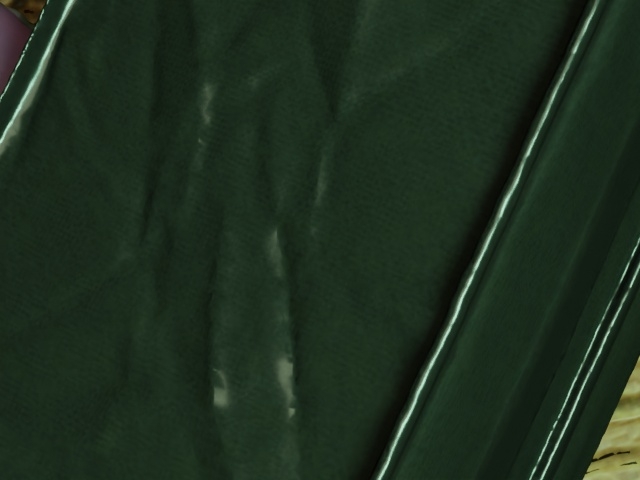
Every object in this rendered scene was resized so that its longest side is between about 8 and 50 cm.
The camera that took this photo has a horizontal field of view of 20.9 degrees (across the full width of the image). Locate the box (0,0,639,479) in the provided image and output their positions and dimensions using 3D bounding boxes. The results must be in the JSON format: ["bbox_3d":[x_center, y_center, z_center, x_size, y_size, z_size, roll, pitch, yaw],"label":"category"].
[{"bbox_3d":[0.001,0.000,0.762,0.251,0.204,0.345,22,85,31],"label":"box"}]

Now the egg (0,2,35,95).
[{"bbox_3d":[-0.231,-0.003,0.836,0.196,0.196,0.271,26,82,8],"label":"egg"}]
